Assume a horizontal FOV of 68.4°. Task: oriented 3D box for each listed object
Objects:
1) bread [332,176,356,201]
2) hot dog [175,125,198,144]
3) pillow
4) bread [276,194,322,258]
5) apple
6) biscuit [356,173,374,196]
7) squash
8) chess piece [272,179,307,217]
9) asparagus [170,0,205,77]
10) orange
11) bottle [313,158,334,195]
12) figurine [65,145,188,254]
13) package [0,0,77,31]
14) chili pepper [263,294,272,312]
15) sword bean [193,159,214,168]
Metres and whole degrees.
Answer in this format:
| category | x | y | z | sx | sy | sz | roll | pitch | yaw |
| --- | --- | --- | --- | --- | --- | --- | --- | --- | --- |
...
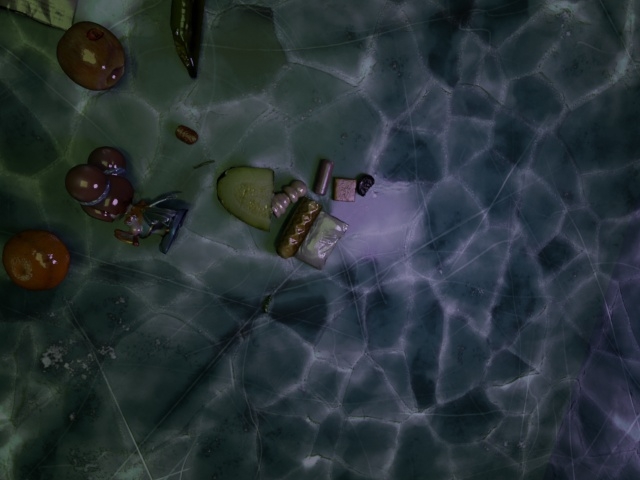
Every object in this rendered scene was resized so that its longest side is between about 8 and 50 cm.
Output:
| category | x | y | z | sx | sy | sz | roll | pitch | yaw |
| --- | --- | --- | --- | --- | --- | --- | --- | --- | --- |
| bread | 0.096 | -0.205 | 1.899 | 0.090 | 0.035 | 0.094 | 2 | 101 | -11 |
| hot dog | -0.497 | -0.391 | 1.750 | 0.083 | 0.035 | 0.058 | 29 | 95 | -15 |
| pillow | 0.000 | 0.000 | 1.916 | 0.148 | 0.050 | 0.229 | 30 | 94 | -8 |
| bread | -0.089 | -0.047 | 1.861 | 0.087 | 0.098 | 0.269 | 27 | 96 | -38 |
| apple | -0.759 | -0.612 | 1.571 | 0.188 | 0.211 | 0.211 | 39 | 92 | -13 |
| biscuit | 0.183 | -0.222 | 1.907 | 0.087 | 0.027 | 0.089 | -24 | 125 | -27 |
| squash | -0.287 | -0.163 | 1.777 | 0.155 | 0.204 | 0.236 | 2 | 99 | -34 |
| chess piece | -0.130 | -0.173 | 1.838 | 0.171 | 0.094 | 0.094 | -38 | 105 | -6 |
| asparagus | -0.466 | -0.773 | 1.641 | 0.108 | 0.128 | 0.381 | 13 | 101 | 22 |
| orange | -1.007 | 0.069 | 1.677 | 0.224 | 0.170 | 0.223 | 3 | 109 | 9 |
| bottle | 0.013 | -0.249 | 1.865 | 0.053 | 0.053 | 0.140 | 13 | 98 | -13 |
| figurine | -0.679 | -0.130 | 1.668 | 0.388 | 0.276 | 0.248 | 27 | 119 | -12 |
| package | -0.948 | -0.837 | 1.566 | 0.251 | 0.062 | 0.203 | 14 | 99 | -17 |
| chili pepper | -0.219 | 0.262 | 1.940 | 0.027 | 0.022 | 0.083 | 18 | 99 | 20 |
| sword bean | -0.443 | -0.290 | 1.793 | 0.083 | 0.012 | 0.012 | -21 | 104 | -5 |
